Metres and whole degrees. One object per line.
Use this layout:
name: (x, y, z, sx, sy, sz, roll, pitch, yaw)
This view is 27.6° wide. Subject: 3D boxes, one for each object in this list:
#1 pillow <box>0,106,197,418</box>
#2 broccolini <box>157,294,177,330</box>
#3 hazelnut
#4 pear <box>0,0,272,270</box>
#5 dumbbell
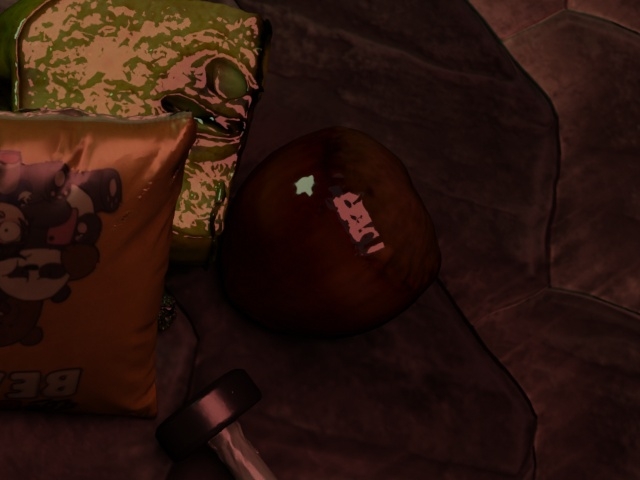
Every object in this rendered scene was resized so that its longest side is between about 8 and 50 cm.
pillow: (-0.264, 0.022, 1.053, 0.310, 0.312, 0.119, 2, 33, -20)
broccolini: (-0.200, 0.065, 1.191, 0.140, 0.030, 0.035, 0, 105, -15)
hazelnut: (0.000, 0.000, 1.209, 0.208, 0.208, 0.208, 7, 67, -17)
pear: (-0.190, -0.105, 1.188, 0.255, 0.164, 0.238, 13, 74, -10)
dumbbell: (-0.052, 0.214, 1.139, 0.100, 0.100, 0.191, -34, 84, -28)
